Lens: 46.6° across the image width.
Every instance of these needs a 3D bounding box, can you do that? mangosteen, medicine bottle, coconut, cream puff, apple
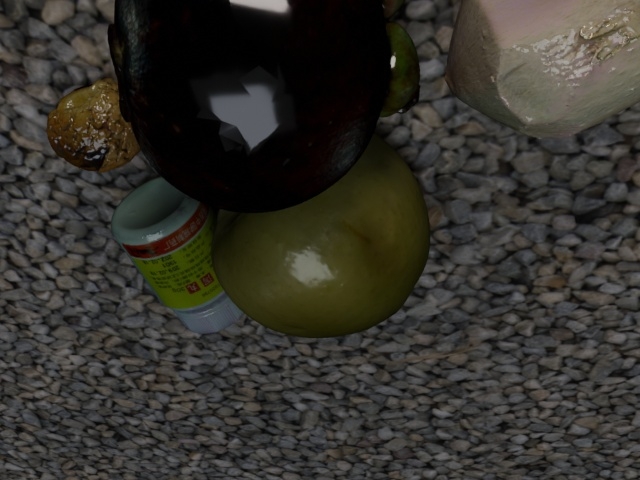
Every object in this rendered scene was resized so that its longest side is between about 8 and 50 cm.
[{"bbox_3d":[-0.055,-0.189,0.757,0.330,0.330,0.330,5,136,5],"label":"mangosteen"},{"bbox_3d":[-0.199,0.023,1.103,0.139,0.139,0.225,-9,133,17],"label":"medicine bottle"},{"bbox_3d":[0.237,-0.206,0.750,0.234,0.224,0.224,-28,126,17],"label":"coconut"},{"bbox_3d":[-0.292,-0.145,0.978,0.119,0.104,0.133,41,127,-20],"label":"cream puff"},{"bbox_3d":[0.001,0.011,0.992,0.258,0.233,0.295,35,131,-21],"label":"apple"}]
